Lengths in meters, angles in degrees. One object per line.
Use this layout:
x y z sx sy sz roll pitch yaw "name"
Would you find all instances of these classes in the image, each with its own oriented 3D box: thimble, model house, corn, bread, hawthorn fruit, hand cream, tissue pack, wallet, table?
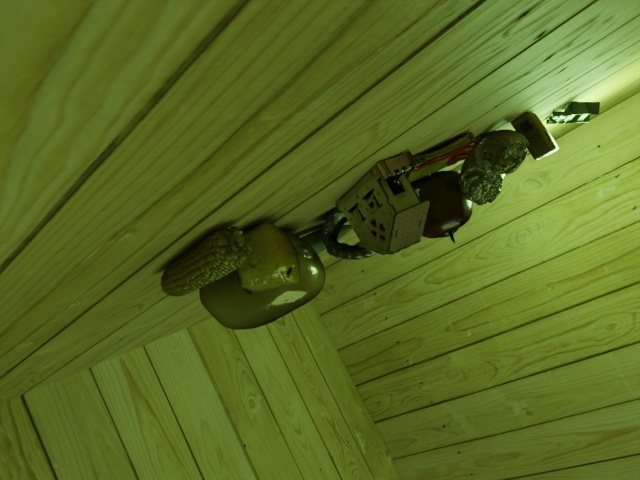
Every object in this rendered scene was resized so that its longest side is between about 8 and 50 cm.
0.125 -0.028 1.658 0.237 0.205 0.172 -29 174 8 "thimble"
0.212 -0.089 1.404 0.169 0.244 0.326 -21 170 -29 "model house"
-0.299 0.063 1.165 0.305 0.106 0.106 -29 173 32 "corn"
-0.147 0.049 1.280 0.171 0.197 0.197 -22 173 1 "bread"
0.475 -0.125 1.870 0.268 0.300 0.268 -16 178 -1 "hawthorn fruit"
0.000 0.000 1.803 0.147 0.093 0.306 -2 -159 47 "hand cream"
0.781 -0.381 1.693 0.082 0.169 0.120 -35 169 34 "tissue pack"
0.375 -0.259 1.485 0.241 0.067 0.141 -25 171 -11 "wallet"
0.619 -0.297 1.679 0.314 0.171 0.192 109 5 -56 "bread"
-0.179 0.137 1.538 0.376 0.252 0.348 -30 174 13 "bread"
1.066 -0.541 1.979 0.176 0.062 0.146 4 -178 16 "table"
